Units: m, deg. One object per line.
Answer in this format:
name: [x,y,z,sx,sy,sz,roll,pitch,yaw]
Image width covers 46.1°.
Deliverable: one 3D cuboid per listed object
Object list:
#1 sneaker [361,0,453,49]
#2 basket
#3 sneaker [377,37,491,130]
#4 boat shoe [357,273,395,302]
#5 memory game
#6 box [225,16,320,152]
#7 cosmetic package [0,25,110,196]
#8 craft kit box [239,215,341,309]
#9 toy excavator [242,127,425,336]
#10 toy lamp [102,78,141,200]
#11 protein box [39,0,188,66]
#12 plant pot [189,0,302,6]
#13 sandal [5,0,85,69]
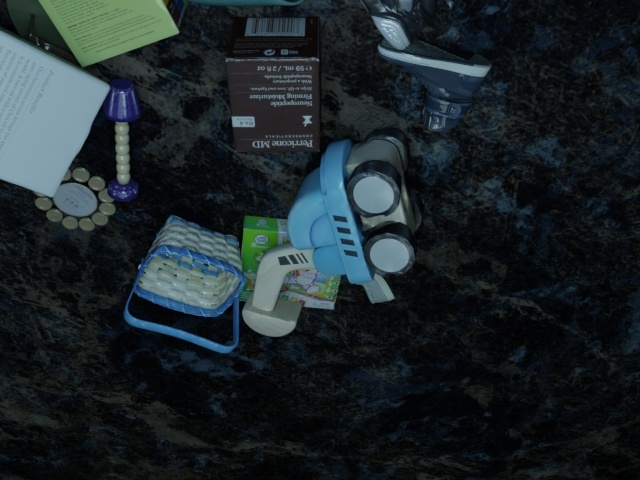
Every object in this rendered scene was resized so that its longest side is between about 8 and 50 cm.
sneaker: [0.122,-0.476,1.313,0.153,0.101,0.268,-33,122,16]
basket: [-0.294,0.105,1.700,0.255,0.289,0.201,23,128,-18]
sneaker: [0.201,-0.301,1.474,0.226,0.086,0.163,11,128,-12]
boat shoe: [0.108,0.081,1.825,0.081,0.079,0.227,-23,132,13]
memory game: [-0.557,-0.095,1.704,0.186,0.012,0.186,0,132,0]
box: [-0.083,-0.295,1.421,0.169,0.167,0.203,-1,132,0]
cosmetic package: [-0.605,-0.264,1.212,0.453,0.161,0.230,24,97,-46]
craft kit box: [-0.070,0.057,1.820,0.250,0.061,0.246,5,129,-5]
toy excavator: [0.000,0.000,1.641,0.445,0.222,0.432,-7,120,18]
toy lamp: [-0.410,-0.208,1.562,0.080,0.080,0.274,7,135,-7]
protein box: [-0.368,-0.446,1.303,0.200,0.136,0.201,-15,131,14]
plant pot: [-0.165,-0.501,1.168,0.235,0.293,0.293,-1,135,24]
sandal: [-0.508,-0.339,1.432,0.120,0.086,0.302,-3,132,2]
